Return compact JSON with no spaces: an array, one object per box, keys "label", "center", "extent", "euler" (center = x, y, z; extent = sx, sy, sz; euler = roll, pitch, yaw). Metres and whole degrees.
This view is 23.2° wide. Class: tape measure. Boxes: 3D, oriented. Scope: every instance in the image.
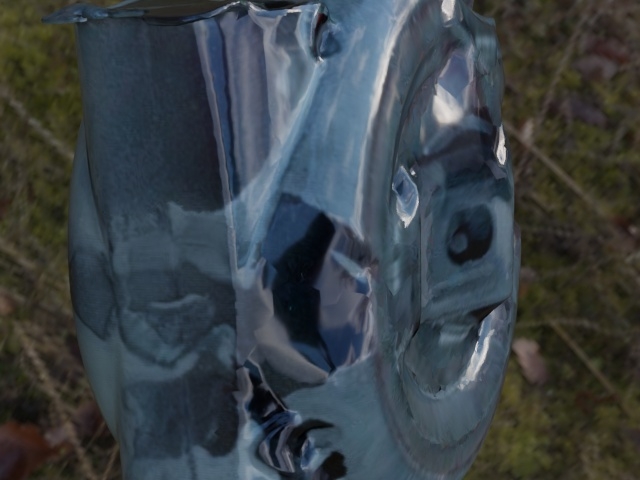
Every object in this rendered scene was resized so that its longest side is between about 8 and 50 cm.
[{"label":"tape measure","center":[0.000,0.000,0.683],"extent":[0.275,0.147,0.256],"euler":[-30,119,-62]}]
